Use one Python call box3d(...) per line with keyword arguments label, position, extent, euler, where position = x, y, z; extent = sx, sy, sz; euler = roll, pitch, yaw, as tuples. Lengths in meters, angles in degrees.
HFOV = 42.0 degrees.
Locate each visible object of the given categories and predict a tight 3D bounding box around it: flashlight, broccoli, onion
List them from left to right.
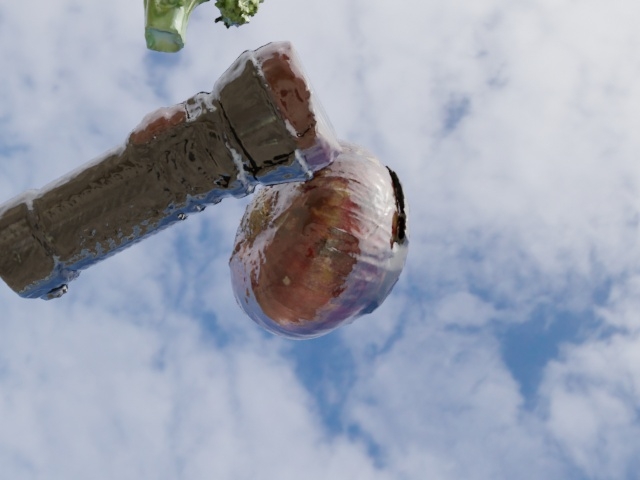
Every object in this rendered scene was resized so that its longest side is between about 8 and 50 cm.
box3d(label="flashlight", position=(-0.105, -0.041, 0.532), extent=(0.232, 0.093, 0.093), euler=(-25, -93, 4))
box3d(label="broccoli", position=(-0.170, -0.312, 1.001), extent=(0.194, 0.219, 0.194), euler=(-38, -137, 47))
box3d(label="onion", position=(0.000, 0.000, 0.984), extent=(0.246, 0.190, 0.246), euler=(-38, -142, 37))
